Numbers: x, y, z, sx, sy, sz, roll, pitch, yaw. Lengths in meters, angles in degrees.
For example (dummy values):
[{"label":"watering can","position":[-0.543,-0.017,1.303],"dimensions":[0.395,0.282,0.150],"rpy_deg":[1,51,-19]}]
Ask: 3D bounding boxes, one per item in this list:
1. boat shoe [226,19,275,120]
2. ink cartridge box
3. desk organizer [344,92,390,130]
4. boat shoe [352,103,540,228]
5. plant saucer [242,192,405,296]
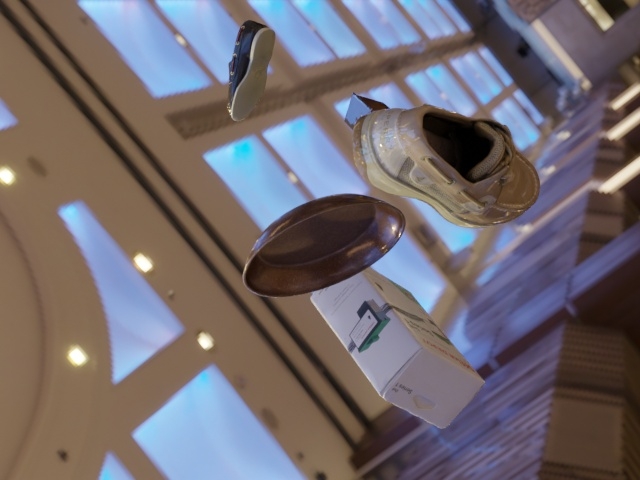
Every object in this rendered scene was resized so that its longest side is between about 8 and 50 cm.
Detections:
[{"label":"boat shoe","position":[-0.097,-0.221,1.474],"dimensions":[0.042,0.133,0.049],"rpy_deg":[33,-152,32]},{"label":"ink cartridge box","position":[0.106,0.140,1.567],"dimensions":[0.160,0.092,0.219],"rpy_deg":[31,-166,-42]},{"label":"desk organizer","position":[0.076,-0.175,1.635],"dimensions":[0.050,0.047,0.130],"rpy_deg":[14,-166,-14]},{"label":"boat shoe","position":[0.165,-0.084,1.234],"dimensions":[0.302,0.098,0.109],"rpy_deg":[15,-112,-46]},{"label":"plant saucer","position":[0.000,0.000,1.293],"dimensions":[0.198,0.198,0.036],"rpy_deg":[20,-138,-56]}]
